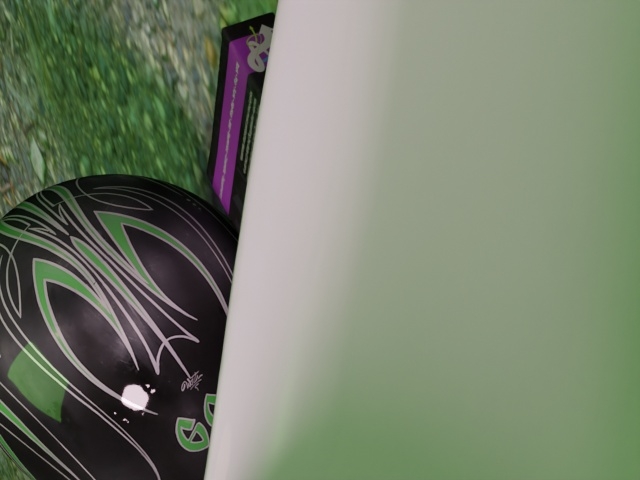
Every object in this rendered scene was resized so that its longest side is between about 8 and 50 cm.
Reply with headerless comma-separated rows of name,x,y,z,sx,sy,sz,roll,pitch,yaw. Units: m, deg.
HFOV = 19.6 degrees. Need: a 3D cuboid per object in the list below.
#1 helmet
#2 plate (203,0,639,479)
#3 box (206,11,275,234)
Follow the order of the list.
helmet,-0.094,0.048,0.886,0.161,0.169,0.169,57,164,-15
plate,0.043,-0.024,0.483,0.277,0.045,0.278,-178,97,-70
box,0.000,0.000,0.784,0.162,0.029,0.116,62,160,24
